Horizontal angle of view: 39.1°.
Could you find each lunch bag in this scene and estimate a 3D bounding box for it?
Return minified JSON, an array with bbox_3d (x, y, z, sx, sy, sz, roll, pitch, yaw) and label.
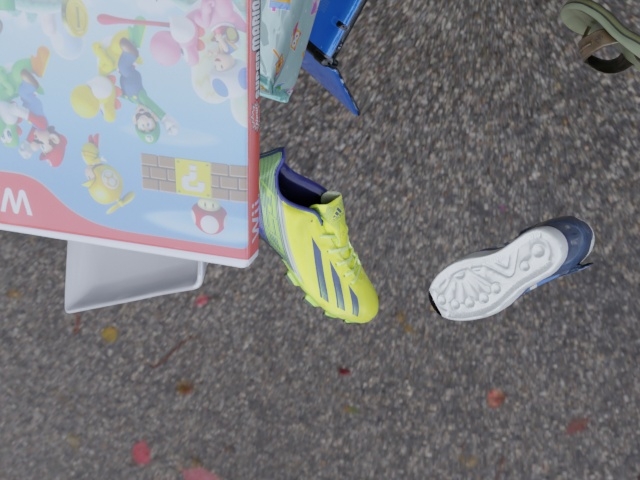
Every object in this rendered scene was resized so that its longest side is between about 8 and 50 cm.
[{"bbox_3d":[-0.145,-0.331,1.244,0.262,0.160,0.223,17,95,13],"label":"lunch bag"}]

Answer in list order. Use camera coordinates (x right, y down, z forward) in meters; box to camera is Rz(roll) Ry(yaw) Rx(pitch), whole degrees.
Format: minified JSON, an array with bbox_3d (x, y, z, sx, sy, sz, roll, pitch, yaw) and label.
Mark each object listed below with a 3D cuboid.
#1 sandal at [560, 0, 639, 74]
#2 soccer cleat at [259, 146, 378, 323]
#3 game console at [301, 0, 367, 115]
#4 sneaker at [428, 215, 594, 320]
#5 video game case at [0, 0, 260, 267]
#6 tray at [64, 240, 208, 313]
[{"bbox_3d":[0.497,-0.329,1.554,0.086,0.303,0.120,-46,129,15],"label":"sandal"},{"bbox_3d":[0.000,0.000,1.164,0.121,0.093,0.289,-34,117,18],"label":"soccer cleat"},{"bbox_3d":[0.010,-0.438,1.824,0.293,0.173,0.250,48,117,39],"label":"game console"},{"bbox_3d":[0.399,0.053,1.814,0.323,0.236,0.130,-33,77,36],"label":"sneaker"},{"bbox_3d":[-0.132,-0.131,0.516,0.204,0.025,0.285,8,114,14],"label":"video game case"},{"bbox_3d":[-0.174,-0.011,0.865,0.270,0.030,0.145,-12,73,50],"label":"tray"}]
